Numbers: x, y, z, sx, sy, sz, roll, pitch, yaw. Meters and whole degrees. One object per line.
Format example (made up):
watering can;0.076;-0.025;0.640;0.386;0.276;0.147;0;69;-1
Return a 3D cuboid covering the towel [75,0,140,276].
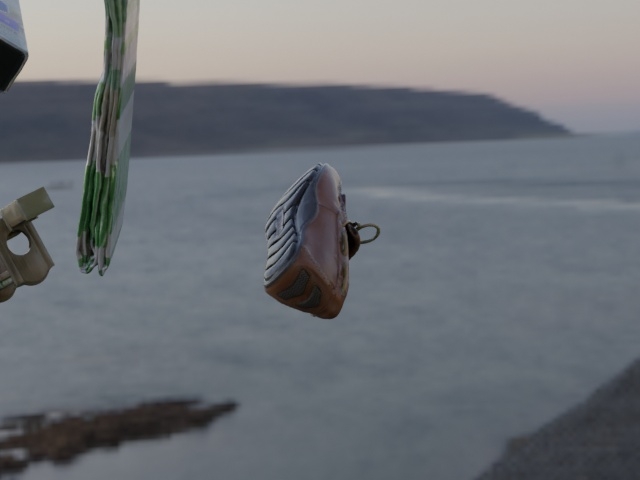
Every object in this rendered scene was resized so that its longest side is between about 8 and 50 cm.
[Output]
towel;-0.232;-0.146;1.716;0.038;0.325;0.248;5;14;-3

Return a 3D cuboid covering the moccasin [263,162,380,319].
moccasin;0.002;-0.002;2.406;0.147;0.139;0.380;38;18;-17

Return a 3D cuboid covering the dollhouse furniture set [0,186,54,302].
dollhouse furniture set;-0.412;0.033;1.873;0.161;0.101;0.182;-31;5;-36

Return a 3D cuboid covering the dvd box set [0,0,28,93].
dvd box set;-0.505;-0.331;1.848;0.307;0.062;0.420;29;14;-24
